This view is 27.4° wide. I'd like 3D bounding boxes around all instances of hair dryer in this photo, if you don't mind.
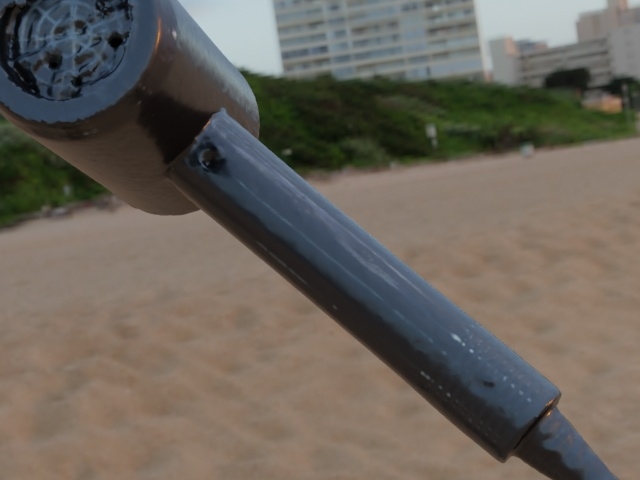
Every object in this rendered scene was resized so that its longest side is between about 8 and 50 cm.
[{"bbox_3d":[0.000,0.000,0.439,0.070,0.255,0.128,-51,-17,-2],"label":"hair dryer"}]
